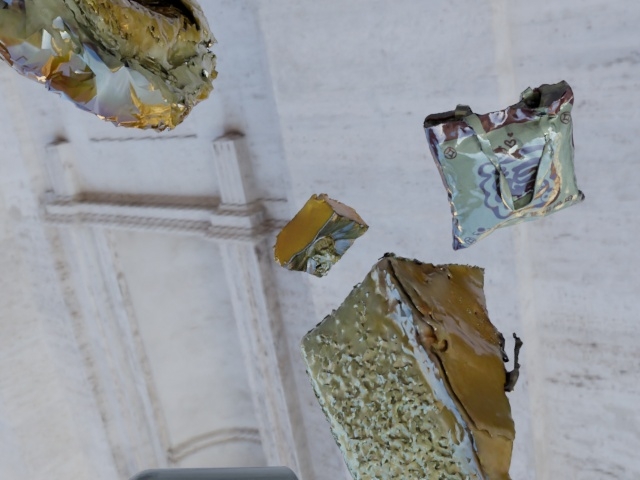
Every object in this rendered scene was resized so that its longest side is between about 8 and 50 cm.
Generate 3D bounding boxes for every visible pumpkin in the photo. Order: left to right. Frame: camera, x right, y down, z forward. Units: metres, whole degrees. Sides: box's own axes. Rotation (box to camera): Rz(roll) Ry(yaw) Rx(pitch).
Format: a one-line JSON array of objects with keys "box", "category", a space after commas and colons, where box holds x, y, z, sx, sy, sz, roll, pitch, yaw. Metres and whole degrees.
[{"box": [0.000, 0.000, 0.714, 0.083, 0.054, 0.074, -46, 152, 19], "category": "pumpkin"}]

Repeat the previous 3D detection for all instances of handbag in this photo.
[{"box": [0.271, -0.105, 1.056, 0.213, 0.235, 0.127, -17, -143, 7], "category": "handbag"}]

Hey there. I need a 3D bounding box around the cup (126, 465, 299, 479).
[{"box": [-0.199, 0.506, 1.290, 0.312, 0.205, 0.205, 8, -171, -26], "category": "cup"}]

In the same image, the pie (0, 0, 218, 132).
[{"box": [-0.191, -0.176, 0.521, 0.308, 0.085, 0.308, 25, -164, -8], "category": "pie"}]

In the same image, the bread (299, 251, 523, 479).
[{"box": [0.153, 0.188, 0.927, 0.279, 0.315, 0.248, -4, 147, -50], "category": "bread"}]
